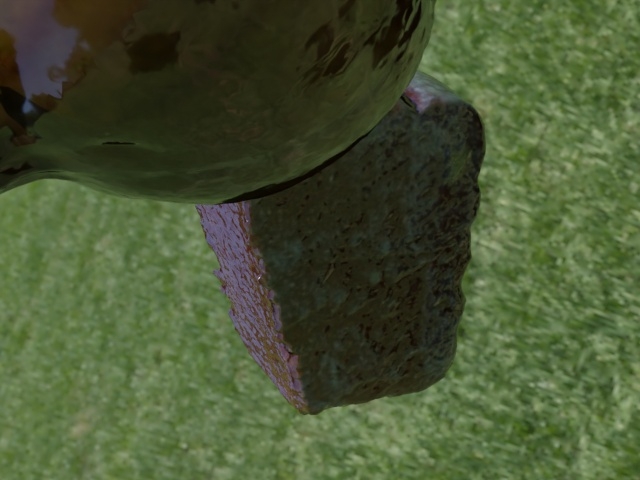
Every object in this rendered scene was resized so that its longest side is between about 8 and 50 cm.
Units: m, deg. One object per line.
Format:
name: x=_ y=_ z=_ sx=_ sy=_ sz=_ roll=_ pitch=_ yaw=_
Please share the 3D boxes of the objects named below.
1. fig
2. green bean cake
fig: x=-0.071 y=-0.114 z=0.460 sx=0.214 sy=0.235 sz=0.235 roll=-62 pitch=24 yaw=14
green bean cake: x=0.000 y=0.000 z=0.785 sx=0.097 sy=0.198 sz=0.233 roll=-130 pitch=35 yaw=-54
